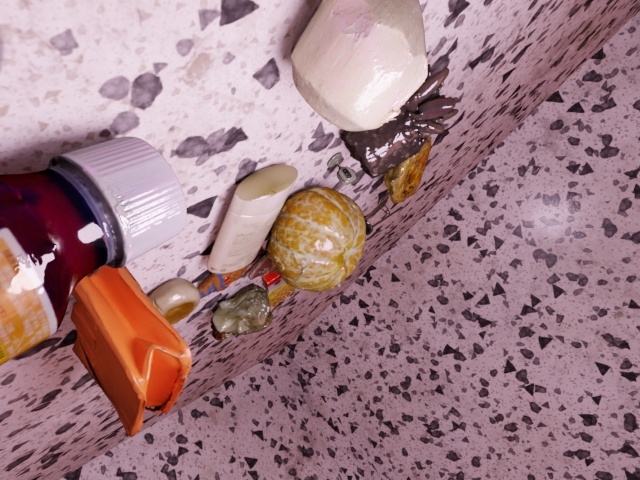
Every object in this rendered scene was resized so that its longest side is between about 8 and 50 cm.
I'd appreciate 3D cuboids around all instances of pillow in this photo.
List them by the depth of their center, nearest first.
[{"bbox_3d":[-0.178,0.084,1.505,0.126,0.043,0.233,-46,165,19],"label":"pillow"}]

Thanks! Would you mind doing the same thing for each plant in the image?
[{"bbox_3d":[0.220,-0.315,1.073,0.321,0.181,0.194,-36,165,5],"label":"plant"}]

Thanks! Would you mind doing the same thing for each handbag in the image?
[{"bbox_3d":[-0.427,0.241,0.873,0.116,0.303,0.410,-29,163,-41],"label":"handbag"}]

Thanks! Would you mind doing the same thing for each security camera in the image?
[{"bbox_3d":[0.066,-0.205,1.171,0.058,0.092,0.058,-35,163,-13],"label":"security camera"}]

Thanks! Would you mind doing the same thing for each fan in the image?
[{"bbox_3d":[0.016,-0.139,1.372,0.282,0.023,0.057,-46,155,20],"label":"fan"}]

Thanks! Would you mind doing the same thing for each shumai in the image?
[{"bbox_3d":[-0.319,0.274,1.536,0.218,0.188,0.256,-5,162,-35],"label":"shumai"}]

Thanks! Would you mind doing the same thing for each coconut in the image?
[{"bbox_3d":[0.073,-0.311,0.670,0.234,0.224,0.224,-35,170,32],"label":"coconut"}]

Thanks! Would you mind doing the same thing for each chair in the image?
[{"bbox_3d":[0.264,-0.129,1.873,0.221,0.104,0.095,-44,139,-2],"label":"chair"}]

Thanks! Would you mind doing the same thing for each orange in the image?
[{"bbox_3d":[0.000,0.000,1.225,0.329,0.249,0.328,-32,136,-37],"label":"orange"}]

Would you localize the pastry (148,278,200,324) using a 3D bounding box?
[{"bbox_3d":[-0.411,0.169,1.105,0.156,0.092,0.156,-40,165,-13],"label":"pastry"}]

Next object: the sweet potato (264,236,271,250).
[{"bbox_3d":[-0.104,-0.008,1.357,0.270,0.074,0.074,-25,159,-46],"label":"sweet potato"}]

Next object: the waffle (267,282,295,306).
[{"bbox_3d":[-0.195,0.250,1.902,0.229,0.057,0.219,-44,165,16],"label":"waffle"}]

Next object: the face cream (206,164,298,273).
[{"bbox_3d":[-0.185,-0.046,1.044,0.174,0.081,0.348,-27,160,-42],"label":"face cream"}]

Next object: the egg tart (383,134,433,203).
[{"bbox_3d":[0.317,-0.280,1.522,0.297,0.132,0.297,-45,158,-25],"label":"egg tart"}]

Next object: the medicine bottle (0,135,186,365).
[{"bbox_3d":[-0.360,0.003,0.484,0.395,0.242,0.242,-35,165,-40],"label":"medicine bottle"}]

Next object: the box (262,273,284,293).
[{"bbox_3d":[-0.190,0.162,1.688,0.100,0.048,0.152,-37,167,-17],"label":"box"}]

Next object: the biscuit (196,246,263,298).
[{"bbox_3d":[-0.300,0.110,1.314,0.280,0.043,0.183,-34,167,-11],"label":"biscuit"}]
